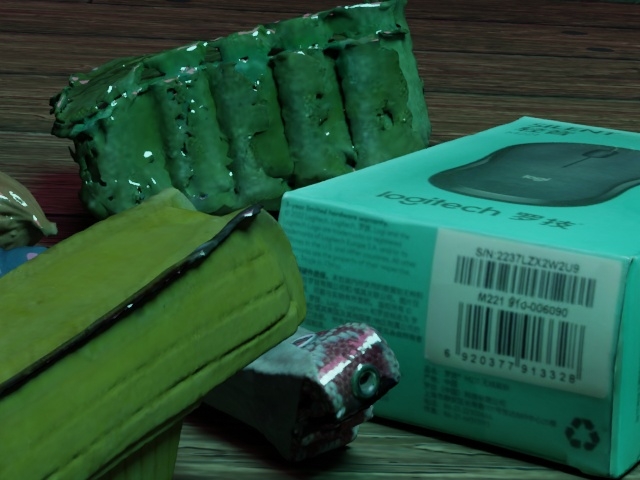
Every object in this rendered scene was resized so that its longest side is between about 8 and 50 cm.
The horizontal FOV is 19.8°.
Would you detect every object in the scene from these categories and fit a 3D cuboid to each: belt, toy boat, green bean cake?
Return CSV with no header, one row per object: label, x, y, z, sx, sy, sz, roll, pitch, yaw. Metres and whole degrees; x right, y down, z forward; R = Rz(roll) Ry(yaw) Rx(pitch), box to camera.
belt,-0.050,0.058,0.925,0.053,0.071,0.232,-17,20,-37
toy boat,-0.114,0.084,0.700,0.089,0.121,0.321,12,30,29
green bean cake,-0.056,-0.086,1.278,0.255,0.132,0.241,-15,11,-6

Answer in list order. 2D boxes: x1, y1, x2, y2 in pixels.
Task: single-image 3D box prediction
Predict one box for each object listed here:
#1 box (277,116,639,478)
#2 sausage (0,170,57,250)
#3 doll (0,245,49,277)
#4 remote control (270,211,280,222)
box,0.136,0.016,1.025,0.205,0.118,0.311,14,18,30
sausage,-0.374,-0.020,1.120,0.433,0.088,0.088,3,14,1
doll,-0.186,0.025,1.058,0.083,0.050,0.076,4,10,11
remote control,0.000,0.000,1.235,0.087,0.029,0.190,8,15,18
